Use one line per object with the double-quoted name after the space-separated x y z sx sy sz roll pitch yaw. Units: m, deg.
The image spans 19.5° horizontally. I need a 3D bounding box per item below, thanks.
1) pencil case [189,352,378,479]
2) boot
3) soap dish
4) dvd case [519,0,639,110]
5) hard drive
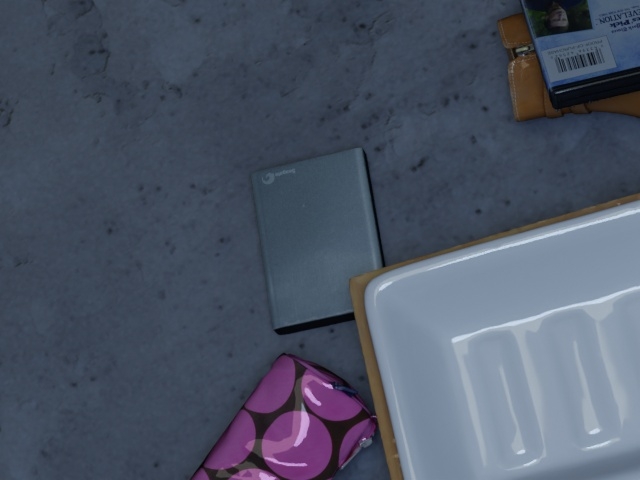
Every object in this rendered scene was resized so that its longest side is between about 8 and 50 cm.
-0.045 0.188 1.392 0.098 0.095 0.209 36 86 1 "pencil case"
0.223 -0.113 1.433 0.152 0.073 0.197 -15 57 8 "boot"
0.185 0.099 1.344 0.291 0.118 0.229 -16 69 9 "soap dish"
0.239 -0.215 1.437 0.180 0.022 0.253 -13 50 3 "dvd case"
0.000 0.000 1.476 0.094 0.022 0.135 -13 69 10 "hard drive"
